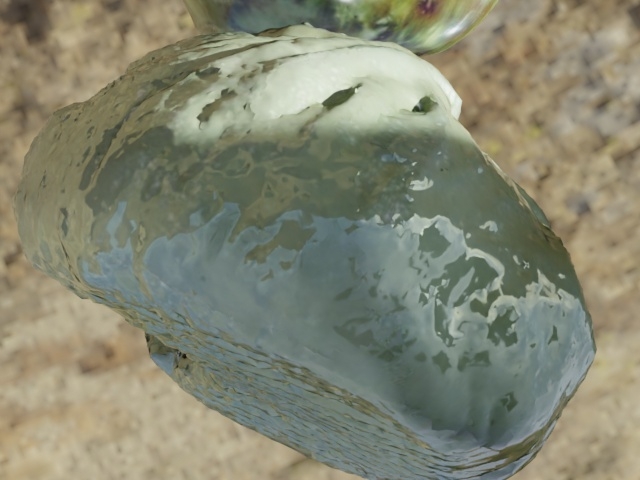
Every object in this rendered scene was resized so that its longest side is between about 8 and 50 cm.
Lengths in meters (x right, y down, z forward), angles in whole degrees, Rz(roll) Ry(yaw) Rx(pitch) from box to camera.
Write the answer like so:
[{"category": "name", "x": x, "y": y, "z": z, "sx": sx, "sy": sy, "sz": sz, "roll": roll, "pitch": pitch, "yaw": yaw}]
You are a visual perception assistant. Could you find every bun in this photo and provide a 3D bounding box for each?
[{"category": "bun", "x": 0.000, "y": 0.000, "z": 0.688, "sx": 0.126, "sy": 0.203, "sz": 0.212, "roll": -62, "pitch": -179, "yaw": -15}]

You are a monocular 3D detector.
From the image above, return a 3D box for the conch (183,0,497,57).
[{"category": "conch", "x": -0.003, "y": -0.141, "z": 0.877, "sx": 0.181, "sy": 0.187, "sz": 0.124, "roll": -44, "pitch": 146, "yaw": -35}]
